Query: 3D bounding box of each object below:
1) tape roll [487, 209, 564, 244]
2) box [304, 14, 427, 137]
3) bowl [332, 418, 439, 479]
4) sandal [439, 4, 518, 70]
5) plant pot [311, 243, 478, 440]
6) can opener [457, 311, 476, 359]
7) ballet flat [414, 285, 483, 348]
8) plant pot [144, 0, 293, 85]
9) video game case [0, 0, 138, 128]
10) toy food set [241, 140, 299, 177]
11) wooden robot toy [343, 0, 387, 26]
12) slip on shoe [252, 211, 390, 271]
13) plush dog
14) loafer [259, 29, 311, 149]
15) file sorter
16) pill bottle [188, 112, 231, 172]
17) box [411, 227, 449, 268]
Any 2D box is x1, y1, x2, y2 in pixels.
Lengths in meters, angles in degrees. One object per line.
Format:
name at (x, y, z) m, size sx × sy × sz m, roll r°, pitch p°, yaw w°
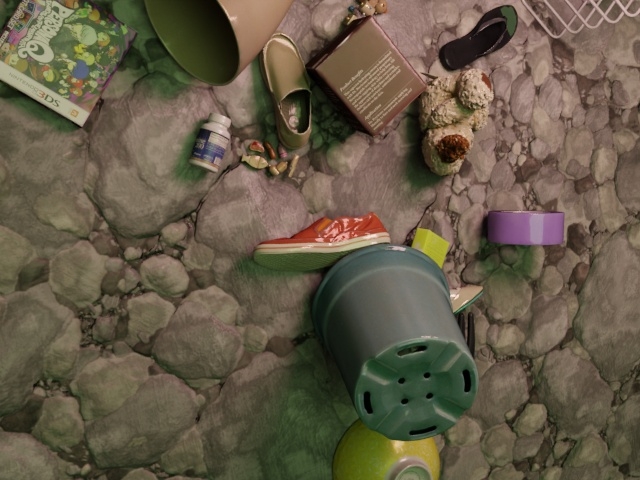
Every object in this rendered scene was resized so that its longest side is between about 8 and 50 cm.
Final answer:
tape roll at (0.530, -0.036, 1.624) m, size 0.189 × 0.189 × 0.080 m, roll -1°, pitch 96°, yaw -22°
box at (0.098, -0.367, 1.413) m, size 0.168 × 0.167 × 0.203 m, roll -42°, pitch 109°, yaw 3°
bowl at (0.190, 0.582, 1.561) m, size 0.289 × 0.156 × 0.289 m, roll -2°, pitch 96°, yaw -21°
sandal at (0.420, -0.516, 1.608) m, size 0.254 × 0.054 × 0.097 m, roll -39°, pitch 108°, yaw -14°
plant pot at (0.167, 0.227, 1.366) m, size 0.341 × 0.334 × 0.341 m, roll -3°, pitch 114°, yaw -6°
can opener at (0.386, 0.277, 1.653) m, size 0.059 × 0.073 × 0.186 m, roll 0°, pitch 98°, yaw -15°
ballet flat at (0.312, 0.176, 1.619) m, size 0.248 × 0.086 × 0.086 m, roll -39°, pitch 107°, yaw -14°
plant pot at (-0.171, -0.498, 1.290) m, size 0.274 × 0.256 × 0.256 m, roll -46°, pitch 110°, yaw -29°
video game case at (-0.515, -0.378, 1.250) m, size 0.210 × 0.042 × 0.232 m, roll 31°, pitch 83°, yaw -23°
toy food set at (-0.115, -0.193, 1.442) m, size 0.122 × 0.019 × 0.078 m, roll 22°, pitch 86°, yaw -14°
wooden robot toy at (0.131, -0.560, 1.483) m, size 0.079 × 0.076 × 0.173 m, roll 34°, pitch 82°, yaw -32°
slip on shoe at (0.000, 0.000, 1.467) m, size 0.331 × 0.123 × 0.101 m, roll -11°, pitch 67°, yaw -16°
plush dog at (0.303, -0.269, 1.517) m, size 0.211 × 0.262 × 0.225 m, roll 2°, pitch 83°, yaw 11°
loafer at (-0.066, -0.342, 1.404) m, size 0.102 × 0.092 × 0.268 m, roll -16°, pitch 97°, yaw -20°
file sorter at (0.682, -0.649, 1.584) m, size 0.193 × 0.278 × 0.173 m, roll 40°, pitch 82°, yaw -20°
pill bottle at (-0.237, -0.213, 1.364) m, size 0.067 × 0.067 × 0.120 m, roll 20°, pitch 87°, yaw -22°
box at (0.260, 0.070, 1.578) m, size 0.109 × 0.042 × 0.178 m, roll 26°, pitch 80°, yaw -47°
